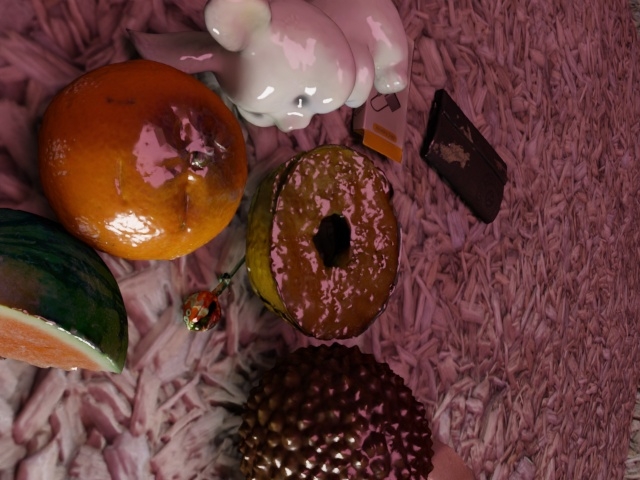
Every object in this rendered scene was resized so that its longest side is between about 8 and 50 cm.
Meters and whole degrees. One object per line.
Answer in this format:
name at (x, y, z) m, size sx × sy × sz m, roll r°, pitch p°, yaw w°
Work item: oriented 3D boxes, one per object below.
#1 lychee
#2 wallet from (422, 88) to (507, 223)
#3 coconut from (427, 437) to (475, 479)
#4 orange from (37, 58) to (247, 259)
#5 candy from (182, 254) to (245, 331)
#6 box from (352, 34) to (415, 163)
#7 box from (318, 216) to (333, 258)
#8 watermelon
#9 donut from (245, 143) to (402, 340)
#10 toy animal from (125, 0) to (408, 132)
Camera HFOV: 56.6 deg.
lychee at (0.021, 0.263, 0.806) m, size 0.267 × 0.267 × 0.267 m, roll 0°, pitch 90°, yaw -49°
wallet at (0.331, -0.179, 1.320) m, size 0.321 × 0.044 × 0.170 m, roll 36°, pitch 66°, yaw -42°
coconut at (0.161, 0.431, 0.983) m, size 0.224 × 0.234 × 0.224 m, roll 0°, pitch 90°, yaw -53°
orange at (-0.182, -0.083, 0.639) m, size 0.224 × 0.170 × 0.224 m, roll 5°, pitch 84°, yaw -49°
candy at (-0.127, 0.052, 0.807) m, size 0.184 × 0.049 × 0.055 m, roll -56°, pitch 167°, yaw -43°
box at (0.115, -0.274, 1.083) m, size 0.129 × 0.033 × 0.247 m, roll 18°, pitch 76°, yaw -48°
box at (0.062, 0.014, 1.003) m, size 0.111 × 0.060 × 0.156 m, roll -36°, pitch 117°, yaw -44°
watermelon at (-0.285, 0.028, 0.585) m, size 0.231 × 0.128 × 0.146 m, roll 43°, pitch 41°, yaw -37°
donut at (0.000, 0.000, 0.847) m, size 0.272 × 0.107 × 0.272 m, roll -2°, pitch 93°, yaw -41°
toy animal at (-0.049, -0.268, 0.781) m, size 0.368 × 0.196 × 0.241 m, roll -33°, pitch 107°, yaw -46°
